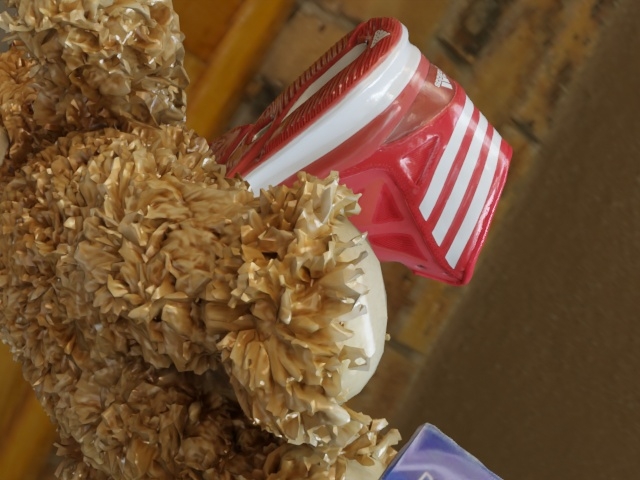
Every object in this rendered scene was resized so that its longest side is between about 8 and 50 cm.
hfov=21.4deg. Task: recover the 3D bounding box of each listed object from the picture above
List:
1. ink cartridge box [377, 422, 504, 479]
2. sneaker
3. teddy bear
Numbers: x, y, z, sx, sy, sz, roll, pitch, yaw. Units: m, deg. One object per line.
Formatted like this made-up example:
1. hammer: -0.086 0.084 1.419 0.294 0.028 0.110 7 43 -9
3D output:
1. ink cartridge box: -0.013 0.195 0.304 0.165 0.065 0.333 36 -112 10
2. sneaker: 0.000 0.000 0.816 0.221 0.128 0.087 -34 -158 40
3. teddy bear: -0.078 0.017 0.631 0.113 0.245 0.338 -21 -131 -23
